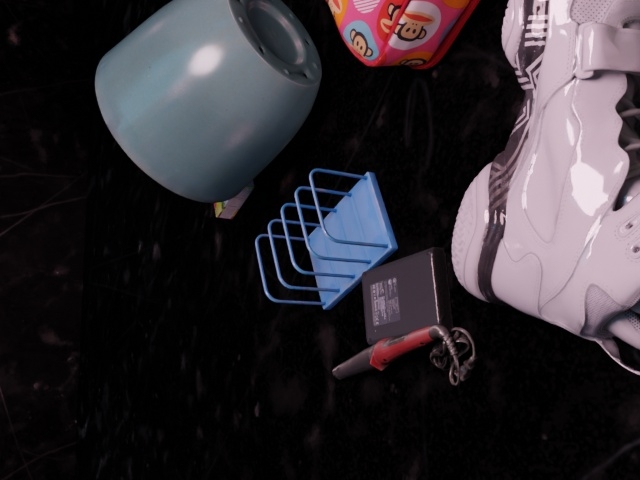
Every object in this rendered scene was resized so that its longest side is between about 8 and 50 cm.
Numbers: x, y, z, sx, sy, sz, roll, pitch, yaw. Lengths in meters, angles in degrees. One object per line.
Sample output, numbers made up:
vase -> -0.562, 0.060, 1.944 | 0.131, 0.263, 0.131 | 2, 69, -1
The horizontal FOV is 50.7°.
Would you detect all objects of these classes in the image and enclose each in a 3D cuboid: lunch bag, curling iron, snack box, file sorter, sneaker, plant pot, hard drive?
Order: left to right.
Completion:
plant pot -> -0.141, -0.240, 1.008 | 0.235, 0.293, 0.293 | -33, 56, 31
snack box -> -0.169, -0.125, 1.246 | 0.100, 0.037, 0.141 | -48, 46, 41
file sorter -> 0.000, 0.000, 0.893 | 0.170, 0.104, 0.118 | -46, 48, 44
curling iron -> 0.082, 0.143, 0.789 | 0.274, 0.035, 0.068 | -28, 88, 56
lunch bag -> 0.092, -0.372, 0.767 | 0.258, 0.120, 0.293 | -56, 45, 49
hard drive -> 0.099, 0.069, 0.800 | 0.135, 0.022, 0.094 | -25, 64, 54
sneaker -> 0.236, -0.083, 0.509 | 0.210, 0.137, 0.365 | 40, 123, 52
